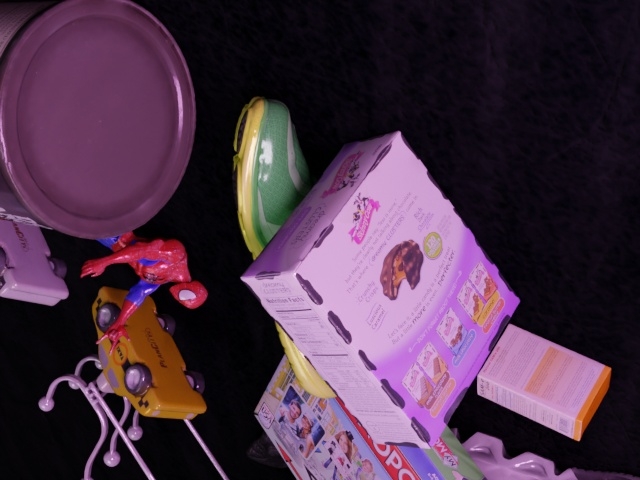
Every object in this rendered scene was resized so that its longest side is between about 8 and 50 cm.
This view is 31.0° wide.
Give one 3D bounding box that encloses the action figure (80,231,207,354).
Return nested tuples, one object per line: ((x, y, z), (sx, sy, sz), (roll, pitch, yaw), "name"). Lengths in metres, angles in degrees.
((-0.259, 0.009, 1.273), (0.280, 0.139, 0.091), (34, 150, 1), "action figure")

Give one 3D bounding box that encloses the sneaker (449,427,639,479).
((0.233, 0.297, 1.125), (0.330, 0.146, 0.122), (7, 138, 40), "sneaker")

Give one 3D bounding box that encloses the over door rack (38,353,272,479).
((-0.208, 0.283, 1.483), (0.324, 0.108, 0.239), (46, -170, -1), "over door rack")

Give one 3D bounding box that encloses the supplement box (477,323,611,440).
((0.193, 0.122, 1.001), (0.098, 0.062, 0.036), (24, 149, 25), "supplement box")

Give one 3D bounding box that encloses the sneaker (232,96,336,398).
((0.000, 0.000, 1.021), (0.123, 0.109, 0.295), (-17, 117, 3), "sneaker")

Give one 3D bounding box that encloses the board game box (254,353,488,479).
((0.062, 0.234, 1.145), (0.317, 0.046, 0.213), (53, 141, 24), "board game box")

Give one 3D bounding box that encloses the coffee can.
((-0.277, -0.117, 1.041), (0.275, 0.201, 0.201), (9, 140, 42), "coffee can")

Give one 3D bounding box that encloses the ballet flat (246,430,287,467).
((-0.059, 0.268, 1.521), (0.057, 0.049, 0.173), (18, 158, -10), "ballet flat")

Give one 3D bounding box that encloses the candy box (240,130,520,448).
((0.054, 0.040, 0.932), (0.070, 0.165, 0.196), (-7, 127, 50), "candy box")

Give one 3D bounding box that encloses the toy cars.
((-0.297, 0.082, 1.364), (0.393, 0.176, 0.087), (41, 111, -5), "toy cars")
